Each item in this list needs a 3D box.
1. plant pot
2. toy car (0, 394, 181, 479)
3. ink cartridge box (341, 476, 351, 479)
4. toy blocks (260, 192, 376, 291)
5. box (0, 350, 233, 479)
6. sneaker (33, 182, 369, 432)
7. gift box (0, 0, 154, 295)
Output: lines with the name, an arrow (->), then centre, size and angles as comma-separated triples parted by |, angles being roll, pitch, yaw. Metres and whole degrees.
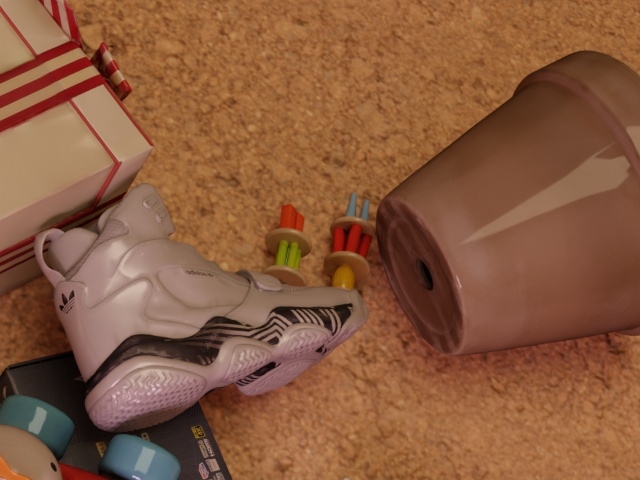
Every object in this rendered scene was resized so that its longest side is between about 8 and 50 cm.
plant pot -> 0.226, -0.009, 2.080 | 0.280, 0.323, 0.323 | -24, 71, -19
toy car -> -0.252, 0.232, 1.629 | 0.210, 0.238, 0.219 | 19, 68, 11
ink cartridge box -> 0.061, 0.335, 1.886 | 0.181, 0.061, 0.104 | 38, 50, 1
toy blocks -> 0.000, 0.000, 2.087 | 0.123, 0.054, 0.148 | 21, 51, -14
box -> -0.192, 0.214, 1.839 | 0.183, 0.059, 0.232 | -11, 63, -32
sneaker -> -0.115, 0.048, 1.867 | 0.366, 0.137, 0.210 | -14, 70, -46
gift box -> -0.337, -0.105, 1.855 | 0.258, 0.255, 0.276 | -29, 81, -36
